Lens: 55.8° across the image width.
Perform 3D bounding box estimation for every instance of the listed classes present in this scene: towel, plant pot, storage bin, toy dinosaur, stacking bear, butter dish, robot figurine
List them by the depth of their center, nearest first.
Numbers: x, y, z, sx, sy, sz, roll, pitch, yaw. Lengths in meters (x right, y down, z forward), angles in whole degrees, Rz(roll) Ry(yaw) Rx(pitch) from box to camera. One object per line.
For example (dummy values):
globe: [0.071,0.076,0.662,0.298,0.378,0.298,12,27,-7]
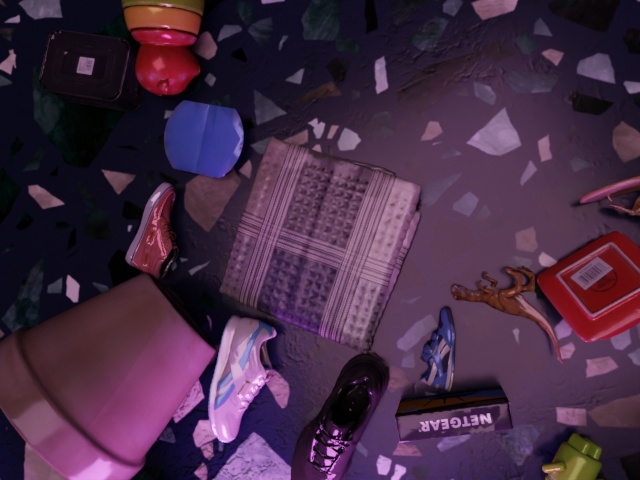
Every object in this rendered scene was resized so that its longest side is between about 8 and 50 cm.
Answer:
butter dish: [0.462,0.092,0.970,0.160,0.118,0.160,-33,41,9]
robot figurine: [0.410,0.375,0.982,0.101,0.067,0.115,26,91,-18]
toy dinosaur: [0.331,0.105,1.028,0.211,0.064,0.112,24,110,21]
plant pot: [-0.347,0.216,1.047,0.280,0.323,0.323,-41,80,-9]
towel: [0.000,0.000,1.105,0.312,0.056,0.324,20,93,15]
stacking bear: [-0.288,-0.418,1.130,0.164,0.175,0.289,-3,100,-28]
storage bin: [-0.444,-0.333,1.192,0.180,0.084,0.122,12,89,13]

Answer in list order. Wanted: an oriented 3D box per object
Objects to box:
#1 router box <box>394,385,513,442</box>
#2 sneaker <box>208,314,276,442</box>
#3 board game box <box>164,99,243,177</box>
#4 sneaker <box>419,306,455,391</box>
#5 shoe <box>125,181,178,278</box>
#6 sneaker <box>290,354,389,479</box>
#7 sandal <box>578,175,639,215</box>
router box: [0.218,0.284,0.994,0.178,0.133,0.046,-11,85,10]
sneaker: [-0.141,0.255,1.094,0.092,0.087,0.229,10,91,10]
board game box: [-0.220,-0.193,1.165,0.168,0.033,0.133,13,94,17]
sneaker: [0.203,0.186,1.044,0.059,0.053,0.144,4,86,14]
shoe: [-0.300,-0.017,1.156,0.081,0.063,0.178,27,98,10]
sneaker: [0.020,0.331,1.034,0.109,0.130,0.286,24,93,10]
sandal: [0.550,-0.068,0.970,0.239,0.088,0.079,-16,78,5]
